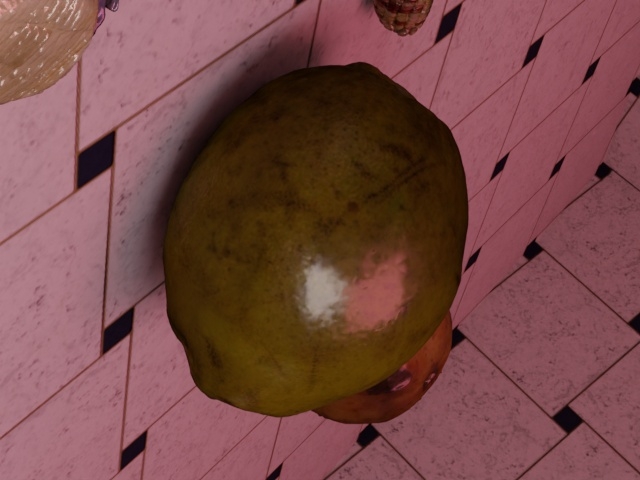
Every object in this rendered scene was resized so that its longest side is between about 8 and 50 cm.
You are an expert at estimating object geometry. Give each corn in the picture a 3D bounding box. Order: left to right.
[{"bbox_3d":[0.102,-0.329,1.510,0.086,0.086,0.253,-46,163,-25],"label":"corn"}]

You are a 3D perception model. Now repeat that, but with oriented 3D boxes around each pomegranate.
[{"bbox_3d":[0.064,0.130,1.954,0.281,0.281,0.281,-47,160,-22],"label":"pomegranate"}]

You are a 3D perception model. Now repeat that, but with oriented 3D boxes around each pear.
[{"bbox_3d":[0.000,0.000,1.470,0.413,0.352,0.352,-64,162,-1],"label":"pear"}]

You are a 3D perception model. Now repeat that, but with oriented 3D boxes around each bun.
[{"bbox_3d":[-0.240,-0.162,0.930,0.164,0.111,0.188,-42,169,20],"label":"bun"}]

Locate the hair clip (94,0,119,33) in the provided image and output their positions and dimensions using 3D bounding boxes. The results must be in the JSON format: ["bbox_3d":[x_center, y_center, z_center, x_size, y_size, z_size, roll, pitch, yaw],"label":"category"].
[{"bbox_3d":[-0.178,-0.225,1.054,0.124,0.052,0.195,-29,154,-42],"label":"hair clip"}]
